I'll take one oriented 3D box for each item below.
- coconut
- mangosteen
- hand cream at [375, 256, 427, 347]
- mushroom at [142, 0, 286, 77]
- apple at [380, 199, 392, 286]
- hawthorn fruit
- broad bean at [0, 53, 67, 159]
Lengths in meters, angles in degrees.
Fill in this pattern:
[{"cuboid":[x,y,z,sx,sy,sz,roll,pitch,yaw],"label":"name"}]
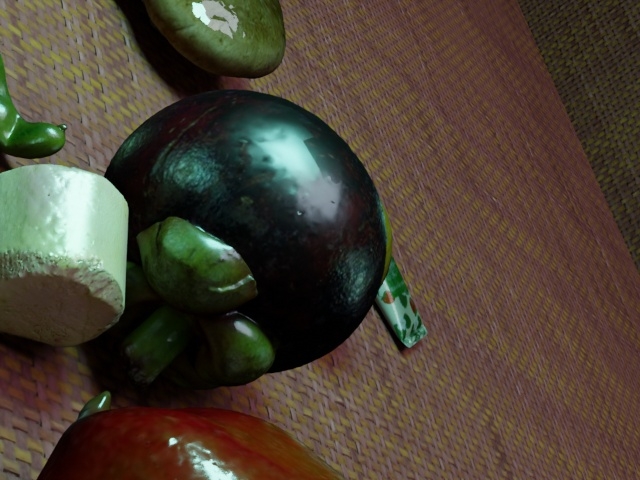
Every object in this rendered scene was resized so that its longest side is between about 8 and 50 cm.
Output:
[{"cuboid":[-0.236,0.003,1.311,0.147,0.147,0.153,35,36,-42],"label":"coconut"},{"cuboid":[-0.094,0.003,1.463,0.300,0.300,0.300,45,24,-27],"label":"mangosteen"},{"cuboid":[0.067,0.017,2.054,0.276,0.059,0.095,61,24,0],"label":"hand cream"},{"cuboid":[-0.152,-0.316,1.933,0.278,0.146,0.278,39,24,-21],"label":"mushroom"},{"cuboid":[0.000,0.000,1.774,0.182,0.182,0.155,40,28,-35],"label":"apple"},{"cuboid":[-0.083,0.264,1.109,0.311,0.295,0.295,49,23,-15],"label":"hawthorn fruit"},{"cuboid":[-0.329,-0.159,1.454,0.214,0.070,0.048,49,-5,4],"label":"broad bean"}]
